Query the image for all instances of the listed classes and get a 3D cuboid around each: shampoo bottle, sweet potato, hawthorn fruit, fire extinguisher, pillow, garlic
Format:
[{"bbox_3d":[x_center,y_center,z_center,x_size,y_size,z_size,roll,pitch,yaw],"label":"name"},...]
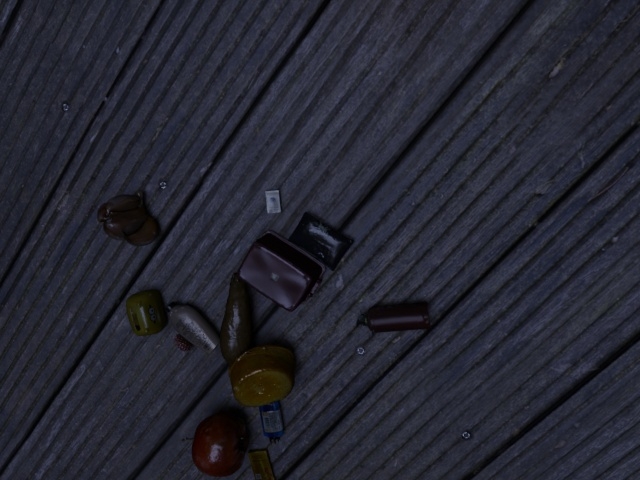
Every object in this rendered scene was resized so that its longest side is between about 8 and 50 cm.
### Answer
[{"bbox_3d":[-0.515,0.342,1.667,0.256,0.078,0.127,42,110,0],"label":"shampoo bottle"},{"bbox_3d":[-0.318,0.303,1.587,0.130,0.130,0.424,10,108,10],"label":"sweet potato"},{"bbox_3d":[-0.197,0.731,1.684,0.087,0.050,0.183,-7,98,11],"label":"shampoo bottle"},{"bbox_3d":[-0.428,0.809,1.664,0.271,0.242,0.242,-6,99,16],"label":"hawthorn fruit"},{"bbox_3d":[0.253,0.282,1.490,0.268,0.105,0.105,-8,98,13],"label":"fire extinguisher"},{"bbox_3d":[0.000,0.000,1.509,0.208,0.055,0.141,34,105,3],"label":"pillow"},{"bbox_3d":[-0.751,-0.069,1.611,0.160,0.191,0.214,-9,111,38],"label":"garlic"}]

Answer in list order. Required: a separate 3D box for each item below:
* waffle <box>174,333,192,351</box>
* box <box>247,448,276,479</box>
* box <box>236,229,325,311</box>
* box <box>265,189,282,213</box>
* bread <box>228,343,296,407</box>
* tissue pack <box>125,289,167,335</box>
[{"bbox_3d":[-0.556,0.413,1.691,0.029,0.075,0.083,-45,75,10],"label":"waffle"},{"bbox_3d":[-0.246,0.953,1.749,0.088,0.022,0.157,-14,97,15],"label":"box"},{"bbox_3d":[-0.146,0.112,1.504,0.293,0.167,0.194,32,103,5],"label":"box"},{"bbox_3d":[-0.173,-0.144,1.537,0.053,0.024,0.083,-3,100,14],"label":"box"},{"bbox_3d":[-0.218,0.506,1.563,0.268,0.146,0.269,-7,124,-11],"label":"bread"},{"bbox_3d":[-0.705,0.294,1.676,0.123,0.127,0.179,-10,97,16],"label":"tissue pack"}]
